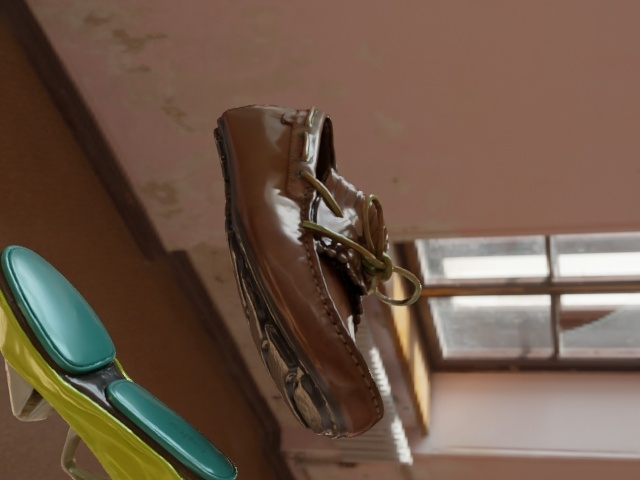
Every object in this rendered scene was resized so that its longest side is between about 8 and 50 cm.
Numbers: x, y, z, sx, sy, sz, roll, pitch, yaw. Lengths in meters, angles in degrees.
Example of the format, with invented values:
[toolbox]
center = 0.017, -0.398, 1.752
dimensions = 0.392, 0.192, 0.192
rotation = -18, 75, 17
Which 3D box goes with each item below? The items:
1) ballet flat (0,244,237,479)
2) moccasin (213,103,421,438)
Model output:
[ballet flat]
center = -0.153, 0.104, 0.586
dimensions = 0.077, 0.231, 0.077
rotation = -50, 166, 12
[moccasin]
center = 0.001, 0.003, 0.754
dimensions = 0.380, 0.147, 0.139
rotation = -106, -176, -58
